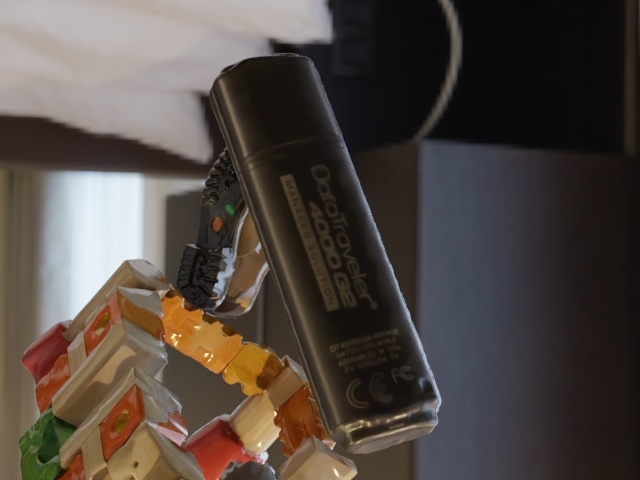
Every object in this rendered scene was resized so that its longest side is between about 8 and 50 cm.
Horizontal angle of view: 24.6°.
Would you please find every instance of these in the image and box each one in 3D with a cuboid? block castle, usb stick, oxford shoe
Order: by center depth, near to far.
[{"bbox_3d":[0.000,0.000,0.932,0.077,0.278,0.045,-13,155,-16],"label":"usb stick"},{"bbox_3d":[-0.125,0.244,1.362,0.303,0.213,0.453,35,-165,-28],"label":"block castle"},{"bbox_3d":[-0.075,-0.026,1.563,0.096,0.227,0.083,23,177,-42],"label":"oxford shoe"}]
